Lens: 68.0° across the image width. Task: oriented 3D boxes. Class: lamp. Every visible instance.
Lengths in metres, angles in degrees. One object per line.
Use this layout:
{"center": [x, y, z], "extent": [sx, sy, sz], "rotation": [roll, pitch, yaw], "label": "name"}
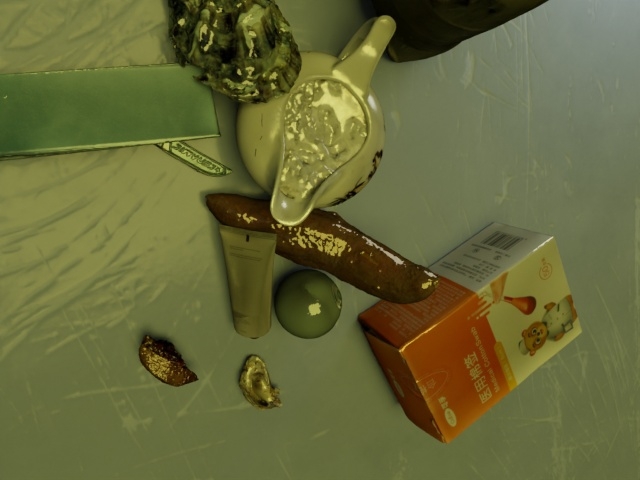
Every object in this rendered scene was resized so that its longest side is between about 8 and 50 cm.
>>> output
{"center": [-0.018, 0.096, 0.719], "extent": [0.105, 0.105, 0.105], "rotation": [-5, 104, -23], "label": "lamp"}

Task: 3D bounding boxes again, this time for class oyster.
{"center": [-0.098, 0.228, 0.762], "extent": [0.081, 0.038, 0.083], "rotation": [13, 70, -36], "label": "oyster"}
{"center": [-0.110, -0.293, 0.575], "extent": [0.200, 0.087, 0.251], "rotation": [10, 86, -1], "label": "oyster"}

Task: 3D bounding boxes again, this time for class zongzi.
{"center": [0.150, -0.431, 0.540], "extent": [0.174, 0.356, 0.392], "rotation": [-14, 105, -11], "label": "zongzi"}

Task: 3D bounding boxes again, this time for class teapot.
{"center": [0.000, -0.166, 0.638], "extent": [0.209, 0.166, 0.299], "rotation": [26, 92, -10], "label": "teapot"}

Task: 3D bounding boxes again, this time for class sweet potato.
{"center": [0.002, 0.000, 0.694], "extent": [0.342, 0.114, 0.092], "rotation": [23, 96, 1], "label": "sweet potato"}

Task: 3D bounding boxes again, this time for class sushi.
{"center": [-0.219, 0.170, 0.675], "extent": [0.047, 0.050, 0.099], "rotation": [-45, 121, -2], "label": "sushi"}

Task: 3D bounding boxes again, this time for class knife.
{"center": [-0.212, -0.135, 0.630], "extent": [0.210, 0.015, 0.028], "rotation": [30, 84, -27], "label": "knife"}

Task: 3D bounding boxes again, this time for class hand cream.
{"center": [-0.100, 0.066, 0.682], "extent": [0.087, 0.054, 0.185], "rotation": [10, 120, 15], "label": "hand cream"}

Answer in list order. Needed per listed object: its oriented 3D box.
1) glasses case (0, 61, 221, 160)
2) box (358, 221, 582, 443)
{"center": [-0.264, -0.153, 0.575], "extent": [0.267, 0.056, 0.105], "rotation": [-10, 86, -16], "label": "glasses case"}
{"center": [0.264, 0.153, 0.838], "extent": [0.342, 0.143, 0.224], "rotation": [-32, 112, -13], "label": "box"}
